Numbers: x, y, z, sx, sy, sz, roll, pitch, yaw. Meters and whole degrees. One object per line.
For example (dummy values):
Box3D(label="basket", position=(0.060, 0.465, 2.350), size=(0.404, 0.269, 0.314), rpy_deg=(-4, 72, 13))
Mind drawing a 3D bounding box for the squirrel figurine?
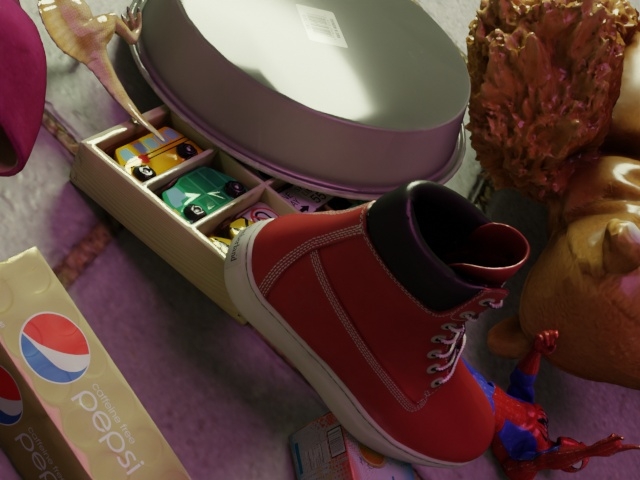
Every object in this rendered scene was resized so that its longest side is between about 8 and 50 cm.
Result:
Box3D(label="squirrel figurine", position=(0.253, -0.049, 1.054), size=(0.397, 0.281, 0.370), rpy_deg=(47, 48, -1))

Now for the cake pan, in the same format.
Box3D(label="cake pan", position=(-0.005, -0.149, 0.927), size=(0.293, 0.054, 0.293), rpy_deg=(17, 38, -14))

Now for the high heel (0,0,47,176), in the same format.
Box3D(label="high heel", position=(-0.314, -0.165, 0.642), size=(0.377, 0.127, 0.181), rpy_deg=(18, 41, -40))

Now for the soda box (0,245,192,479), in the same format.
Box3D(label="soda box", position=(-0.150, 0.099, 0.679), size=(0.181, 0.058, 0.061), rpy_deg=(56, 39, 2))

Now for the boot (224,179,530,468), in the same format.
Box3D(label="boot", position=(0.079, 0.061, 0.727), size=(0.244, 0.176, 0.088), rpy_deg=(45, 48, -32))

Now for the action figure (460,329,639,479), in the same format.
Box3D(label="action figure", position=(0.134, 0.107, 0.902), size=(0.280, 0.139, 0.091), rpy_deg=(33, 45, -27))

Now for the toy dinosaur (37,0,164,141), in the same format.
Box3D(label="toy dinosaur", position=(-0.166, -0.146, 0.825), size=(0.183, 0.053, 0.092), rpy_deg=(59, 21, -11))

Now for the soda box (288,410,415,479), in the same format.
Box3D(label="soda box", position=(0.034, 0.207, 0.784), size=(0.063, 0.058, 0.183), rpy_deg=(11, 56, -40))

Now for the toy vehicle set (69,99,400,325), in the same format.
Box3D(label="toy vehicle set", position=(-0.035, -0.053, 0.872), size=(0.166, 0.035, 0.267), rpy_deg=(38, 38, 14))
